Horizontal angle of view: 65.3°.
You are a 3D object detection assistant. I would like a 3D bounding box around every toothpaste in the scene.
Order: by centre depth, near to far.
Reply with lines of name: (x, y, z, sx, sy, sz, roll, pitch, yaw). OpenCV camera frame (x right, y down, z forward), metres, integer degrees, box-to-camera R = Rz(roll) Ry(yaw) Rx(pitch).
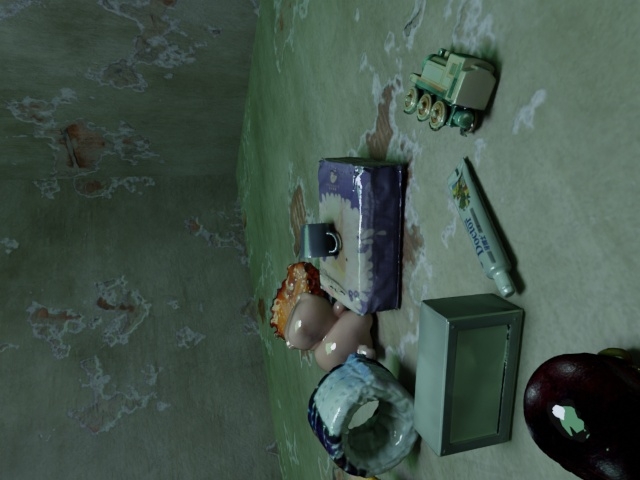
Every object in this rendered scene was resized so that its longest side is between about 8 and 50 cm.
toothpaste: (0.255, -0.023, 0.803, 0.067, 0.037, 0.255, 109, 155, -52)

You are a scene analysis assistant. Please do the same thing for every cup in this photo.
cup: (0.000, 0.000, 1.137, 0.100, 0.078, 0.077, -4, 88, 34)

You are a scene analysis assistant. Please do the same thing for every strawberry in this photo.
strawberry: (-0.056, 0.222, 1.682, 0.253, 0.150, 0.280, -19, 72, 51)

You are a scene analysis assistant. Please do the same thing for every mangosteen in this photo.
mangosteen: (0.304, 0.185, 0.542, 0.152, 0.153, 0.152, 176, 90, -73)

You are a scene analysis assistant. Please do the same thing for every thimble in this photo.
thimble: (0.095, 0.374, 1.086, 0.150, 0.238, 0.237, -150, 58, -65)

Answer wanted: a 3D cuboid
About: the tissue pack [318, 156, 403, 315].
tissue pack: (0.087, -0.018, 1.171, 0.242, 0.126, 0.343, -152, 58, -62)

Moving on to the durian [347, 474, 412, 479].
durian: (0.166, 0.618, 1.052, 0.195, 0.186, 0.305, 68, 168, -6)

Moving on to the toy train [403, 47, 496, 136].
toy train: (0.209, -0.253, 0.835, 0.194, 0.081, 0.125, -117, 39, -57)

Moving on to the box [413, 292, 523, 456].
box: (0.227, 0.205, 0.777, 0.086, 0.130, 0.224, -142, 50, -68)

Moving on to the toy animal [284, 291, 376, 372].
toy animal: (0.019, 0.239, 1.296, 0.210, 0.221, 0.229, 127, 137, -70)
